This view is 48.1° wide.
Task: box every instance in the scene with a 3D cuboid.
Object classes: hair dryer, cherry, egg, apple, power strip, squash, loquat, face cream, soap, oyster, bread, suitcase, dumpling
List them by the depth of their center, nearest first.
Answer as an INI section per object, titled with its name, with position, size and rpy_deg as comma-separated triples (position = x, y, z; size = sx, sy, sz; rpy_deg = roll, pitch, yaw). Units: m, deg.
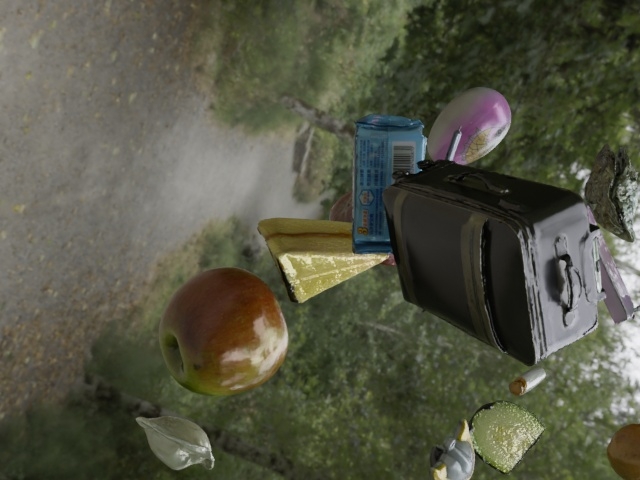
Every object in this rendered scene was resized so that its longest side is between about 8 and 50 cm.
[suitcase]
position = 0.272, 0.017, 1.235
size = 0.434, 0.194, 0.283
rpy_deg = 26, -45, 58
[soap]
position = 0.142, -0.116, 1.511
size = 0.077, 0.156, 0.293
rpy_deg = -92, -176, -83
[hair dryer]
position = 0.281, -0.189, 1.525
size = 0.063, 0.037, 0.114
rpy_deg = -2, 114, -52
[power strip]
position = 0.623, 0.053, 1.590
size = 0.037, 0.279, 0.109
rpy_deg = -24, -177, 32
[bread]
position = 0.004, -0.001, 1.681
size = 0.168, 0.264, 0.163
rpy_deg = 55, -11, 49
[apple]
position = -0.255, 0.241, 1.867
size = 0.339, 0.339, 0.340
rpy_deg = 21, 90, -90
[dumpling]
position = -0.376, 0.539, 1.917
size = 0.131, 0.252, 0.179
rpy_deg = -53, -157, -23
[squash]
position = 0.499, 0.523, 1.998
size = 0.192, 0.184, 0.085
rpy_deg = -53, 180, 6
[cherry]
position = 0.153, -0.048, 2.039
size = 0.239, 0.239, 0.206
rpy_deg = 111, -11, -47
[oyster]
position = 0.864, -0.136, 2.113
size = 0.162, 0.158, 0.351
rpy_deg = 73, 16, -49
[loquat]
position = 0.965, 0.633, 2.127
size = 0.187, 0.176, 0.234
rpy_deg = -31, -167, -28
[egg]
position = 0.441, -0.335, 2.144
size = 0.271, 0.196, 0.196
rpy_deg = -41, -167, 25
[face cream]
position = 0.687, 0.465, 2.374
size = 0.182, 0.051, 0.072
rpy_deg = -11, 122, -47

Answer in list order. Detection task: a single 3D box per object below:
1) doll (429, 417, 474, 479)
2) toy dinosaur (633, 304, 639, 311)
[doll]
position = 0.318, 0.558, 1.755
size = 0.145, 0.103, 0.316
rpy_deg = -28, 145, -12
[toy dinosaur]
position = 0.844, 0.140, 1.701
size = 0.039, 0.208, 0.082
rpy_deg = -89, 169, -79
